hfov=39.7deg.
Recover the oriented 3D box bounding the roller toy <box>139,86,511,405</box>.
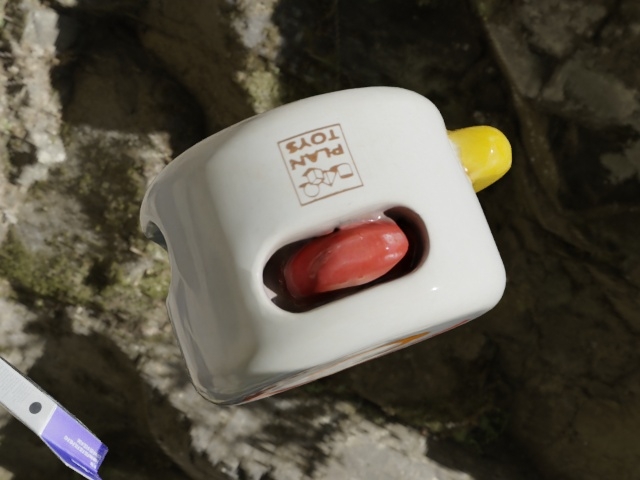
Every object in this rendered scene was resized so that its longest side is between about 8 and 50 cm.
[{"bbox_3d":[0.000,0.000,0.521,0.209,0.146,0.191,-28,167,35],"label":"roller toy"}]

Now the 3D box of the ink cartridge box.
[{"bbox_3d":[-0.329,0.214,1.068,0.045,0.208,0.206,-49,160,-17],"label":"ink cartridge box"}]
